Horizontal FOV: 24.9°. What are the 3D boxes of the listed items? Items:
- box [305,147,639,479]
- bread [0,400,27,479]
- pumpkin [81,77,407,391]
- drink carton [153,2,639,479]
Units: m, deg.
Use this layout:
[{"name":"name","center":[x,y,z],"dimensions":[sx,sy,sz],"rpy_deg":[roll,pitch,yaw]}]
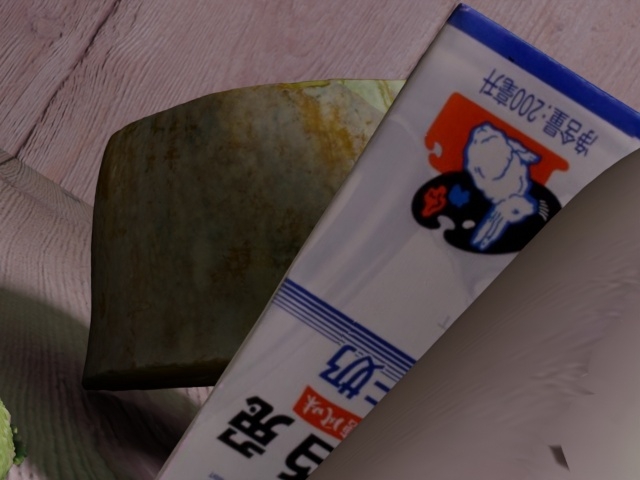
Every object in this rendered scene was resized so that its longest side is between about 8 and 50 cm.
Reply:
[{"name":"box","center":[0.128,0.123,0.341],"dimensions":[0.288,0.349,0.141],"rpy_deg":[34,-42,16]},{"name":"bread","center":[-0.253,0.022,0.636],"dimensions":[0.301,0.045,0.301],"rpy_deg":[34,1,0]},{"name":"pumpkin","center":[0.000,0.000,1.002],"dimensions":[0.332,0.199,0.332],"rpy_deg":[-2,-11,0]},{"name":"drink carton","center":[0.037,0.049,0.752],"dimensions":[0.130,0.315,0.106],"rpy_deg":[32,-3,4]}]
